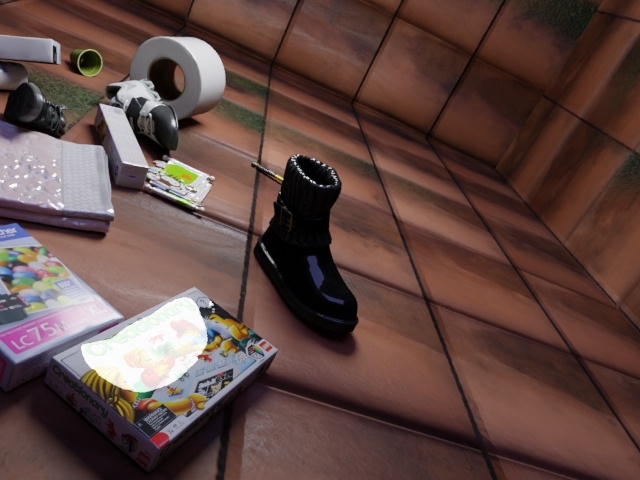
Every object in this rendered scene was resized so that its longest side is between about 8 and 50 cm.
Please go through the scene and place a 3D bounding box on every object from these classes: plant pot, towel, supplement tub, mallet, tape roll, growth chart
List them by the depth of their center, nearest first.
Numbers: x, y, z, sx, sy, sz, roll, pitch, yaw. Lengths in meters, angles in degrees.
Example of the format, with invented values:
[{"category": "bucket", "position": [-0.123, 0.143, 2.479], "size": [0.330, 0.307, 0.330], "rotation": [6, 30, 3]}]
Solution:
[{"category": "towel", "position": [-0.583, -0.144, 1.124], "size": [0.316, 0.053, 0.332], "rotation": [12, 28, -31]}, {"category": "supplement tub", "position": [-0.800, -0.413, 1.401], "size": [0.071, 0.071, 0.107], "rotation": [36, 26, 17]}, {"category": "growth chart", "position": [-0.353, -0.146, 1.404], "size": [0.172, 0.021, 0.237], "rotation": [22, 24, -11]}, {"category": "mallet", "position": [-0.134, -0.191, 1.708], "size": [0.189, 0.039, 0.062], "rotation": [26, 26, 7]}, {"category": "tape roll", "position": [-0.440, -0.504, 1.744], "size": [0.246, 0.246, 0.169], "rotation": [30, 25, 5]}, {"category": "plant pot", "position": [-0.745, -0.567, 1.765], "size": [0.079, 0.083, 0.083], "rotation": [28, 21, 30]}]

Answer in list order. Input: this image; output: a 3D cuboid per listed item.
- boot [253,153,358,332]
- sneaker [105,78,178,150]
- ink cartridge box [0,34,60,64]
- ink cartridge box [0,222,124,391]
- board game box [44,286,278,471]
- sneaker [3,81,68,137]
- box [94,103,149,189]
[{"category": "boot", "position": [-0.004, -0.001, 1.186], "size": [0.131, 0.260, 0.348], "rotation": [-1, 37, -47]}, {"category": "sneaker", "position": [-0.497, -0.342, 1.546], "size": [0.146, 0.122, 0.330], "rotation": [-10, 40, -35]}, {"category": "ink cartridge box", "position": [-0.840, -0.486, 1.405], "size": [0.332, 0.065, 0.165], "rotation": [1, 15, -18]}, {"category": "ink cartridge box", "position": [-0.466, 0.068, 0.821], "size": [0.311, 0.065, 0.185], "rotation": [34, 25, 17]}, {"category": "board game box", "position": [-0.219, 0.187, 0.847], "size": [0.193, 0.053, 0.305], "rotation": [34, 25, 13]}, {"category": "sneaker", "position": [-0.621, -0.291, 1.263], "size": [0.130, 0.087, 0.227], "rotation": [13, -4, -38]}, {"category": "box", "position": [-0.495, -0.237, 1.382], "size": [0.067, 0.063, 0.324], "rotation": [6, 32, -37]}]
